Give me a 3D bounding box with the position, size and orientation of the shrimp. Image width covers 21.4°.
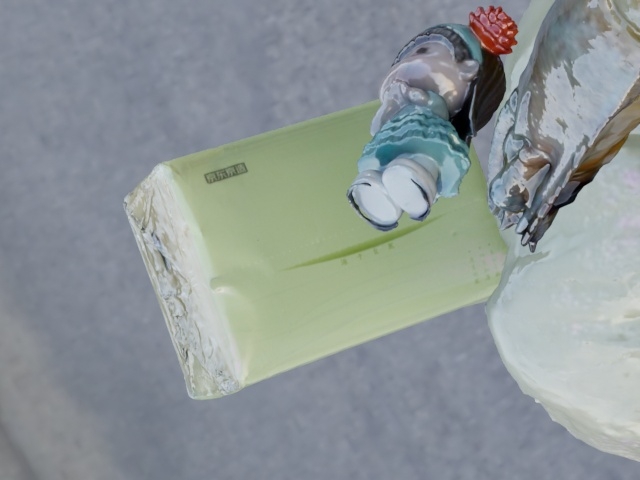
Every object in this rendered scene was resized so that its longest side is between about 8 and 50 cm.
[{"bbox_3d":[0.143,-0.114,0.705,0.062,0.164,0.317,32,140,5],"label":"shrimp"}]

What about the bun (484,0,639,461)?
[{"bbox_3d":[0.252,-0.035,1.042,0.219,0.365,0.365,-2,112,32],"label":"bun"}]

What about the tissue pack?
[{"bbox_3d":[0.000,0.000,1.182,0.125,0.234,0.159,-26,83,66],"label":"tissue pack"}]

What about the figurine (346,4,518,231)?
[{"bbox_3d":[0.045,-0.049,0.674,0.047,0.106,0.060,37,135,-12],"label":"figurine"}]
